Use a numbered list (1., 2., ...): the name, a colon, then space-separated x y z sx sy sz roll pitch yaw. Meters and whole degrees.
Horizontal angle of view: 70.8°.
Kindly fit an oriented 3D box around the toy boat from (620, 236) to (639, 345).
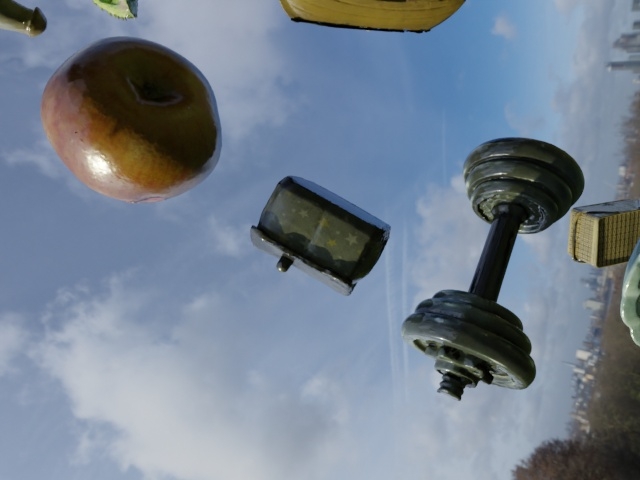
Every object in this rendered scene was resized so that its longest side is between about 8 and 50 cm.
1. toy boat: 0.488 0.014 0.566 0.100 0.199 0.290 -79 -2 -61

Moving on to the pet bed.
1. pet bed: 0.000 0.000 0.798 0.159 0.211 0.183 -61 -8 10

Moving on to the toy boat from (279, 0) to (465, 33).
1. toy boat: 0.083 -0.410 0.715 0.121 0.321 0.089 104 161 -48

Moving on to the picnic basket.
1. picnic basket: 0.599 -0.017 0.918 0.164 0.079 0.115 -10 -71 -8

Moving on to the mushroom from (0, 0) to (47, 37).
1. mushroom: -0.646 -0.480 0.824 0.270 0.118 0.103 52 -168 -53

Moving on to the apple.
1. apple: -0.423 -0.285 1.079 0.400 0.333 0.400 18 -115 -46

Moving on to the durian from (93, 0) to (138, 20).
1. durian: -0.333 -0.450 0.710 0.086 0.100 0.215 -21 -78 -37

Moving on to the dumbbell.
1. dumbbell: 0.247 0.027 0.642 0.179 0.179 0.406 49 -119 -51
